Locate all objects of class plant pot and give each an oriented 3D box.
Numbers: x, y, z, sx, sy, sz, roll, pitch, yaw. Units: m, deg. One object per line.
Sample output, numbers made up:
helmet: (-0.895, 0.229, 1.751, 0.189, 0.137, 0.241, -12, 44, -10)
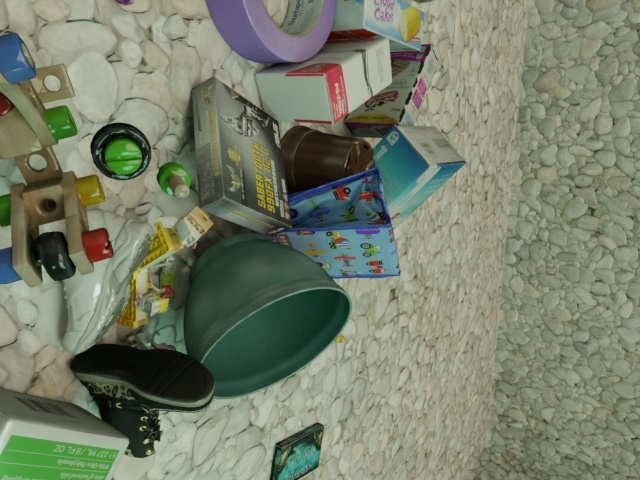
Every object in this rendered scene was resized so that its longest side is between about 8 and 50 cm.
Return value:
plant pot: (0.018, -0.158, 1.073, 0.167, 0.165, 0.167, -24, 120, -50)
plant pot: (-0.117, 0.112, 0.890, 0.292, 0.196, 0.293, -24, 146, -17)

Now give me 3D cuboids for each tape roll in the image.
tape roll: (-0.081, -0.466, 0.902, 0.274, 0.090, 0.275, -22, 118, -51)

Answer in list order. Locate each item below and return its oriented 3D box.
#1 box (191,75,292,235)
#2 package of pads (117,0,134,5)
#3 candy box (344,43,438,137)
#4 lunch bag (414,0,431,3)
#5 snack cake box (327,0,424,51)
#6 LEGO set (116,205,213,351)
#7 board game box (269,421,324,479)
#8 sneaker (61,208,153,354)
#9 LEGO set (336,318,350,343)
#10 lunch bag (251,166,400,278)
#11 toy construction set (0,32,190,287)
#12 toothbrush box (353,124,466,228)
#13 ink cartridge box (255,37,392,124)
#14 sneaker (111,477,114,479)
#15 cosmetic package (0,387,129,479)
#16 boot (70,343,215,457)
box: (-0.134, -0.140, 0.870, 0.183, 0.056, 0.231, 25, 51, -55)
package of pads: (-0.278, -0.381, 0.701, 0.050, 0.031, 0.083, 21, 83, -52)
candy box: (0.176, -0.368, 1.236, 0.071, 0.159, 0.234, 40, 67, -50)
lunch bag: (0.183, -0.657, 1.079, 0.235, 0.169, 0.287, 54, 32, 3)
snack cake box: (0.102, -0.481, 1.103, 0.264, 0.152, 0.089, -13, 111, -53)
LEGO set: (-0.240, 0.051, 0.802, 0.107, 0.132, 0.287, -14, 133, -58)
board game box: (-0.060, 0.566, 1.311, 0.186, 0.026, 0.126, -1, 102, -55)
sneaker: (-0.333, 0.054, 0.723, 0.232, 0.115, 0.090, -62, -177, 11)
LEGO set: (0.011, 0.206, 1.239, 0.227, 0.093, 0.087, 34, 73, -54)
lunch bag: (0.000, 0.000, 1.014, 0.221, 0.293, 0.138, 66, 13, -58)
toy construction set: (-0.358, -0.079, 0.557, 0.309, 0.237, 0.257, -41, 127, -2)
toothbrush box: (0.166, -0.126, 1.191, 0.295, 0.126, 0.216, -45, 163, 33)
ink cartridge box: (0.014, -0.326, 1.008, 0.237, 0.171, 0.100, -43, 133, -40)
sneaker: (-0.384, 0.431, 0.803, 0.119, 0.047, 0.057, -36, 143, -39)
cosmetic package: (-0.433, 0.385, 0.616, 0.197, 0.155, 0.366, 43, 64, -53)
boot: (-0.256, 0.257, 0.767, 0.085, 0.236, 0.179, -55, 147, -55)
